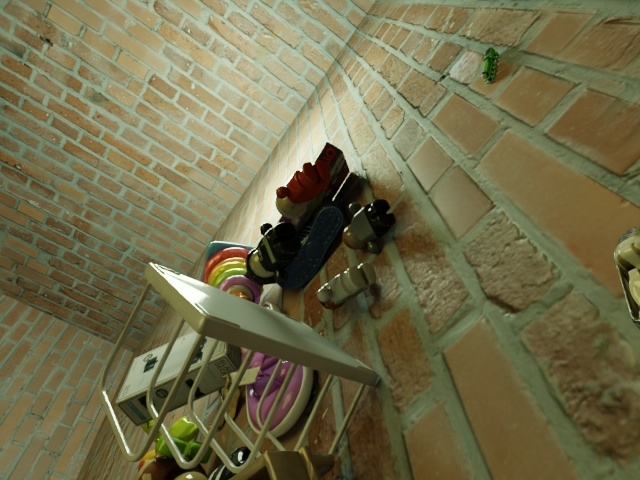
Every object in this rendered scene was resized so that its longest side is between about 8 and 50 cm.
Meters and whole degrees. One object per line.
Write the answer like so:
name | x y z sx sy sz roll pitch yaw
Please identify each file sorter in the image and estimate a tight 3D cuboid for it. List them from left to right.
file sorter | -0.107 0.177 0.577 0.192 0.277 0.173 21 83 51

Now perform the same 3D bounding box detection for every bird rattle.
bird rattle | -0.391 0.559 1.089 0.207 0.143 0.254 128 151 -55

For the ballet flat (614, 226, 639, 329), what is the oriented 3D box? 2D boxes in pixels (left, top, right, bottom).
ballet flat | 0.249 0.024 0.344 0.041 0.041 0.114 -40 25 43

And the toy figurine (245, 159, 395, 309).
toy figurine | 0.000 0.000 0.756 0.148 0.209 0.213 -43 24 56

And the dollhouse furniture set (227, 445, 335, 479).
dollhouse furniture set | -0.038 0.442 0.423 0.303 0.173 0.356 -42 51 13

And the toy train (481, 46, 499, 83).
toy train | 0.291 -0.302 0.774 0.017 0.023 0.083 -32 32 53

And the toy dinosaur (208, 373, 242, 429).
toy dinosaur | -0.191 0.342 0.975 0.183 0.053 0.093 -58 29 32

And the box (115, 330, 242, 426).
box | -0.327 0.310 1.093 0.289 0.087 0.169 -26 24 4

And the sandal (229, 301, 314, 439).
sandal | -0.123 0.230 0.872 0.169 0.102 0.416 -58 19 1

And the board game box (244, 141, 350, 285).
board game box | -0.045 -0.051 1.072 0.347 0.056 0.208 -58 -5 2

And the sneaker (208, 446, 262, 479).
sneaker | -0.130 0.399 0.660 0.121 0.079 0.217 -53 18 17

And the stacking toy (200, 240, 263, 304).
stacking toy | -0.205 0.123 1.093 0.302 0.165 0.175 -136 59 -71

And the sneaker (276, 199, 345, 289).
sneaker | -0.018 0.009 1.010 0.232 0.081 0.090 -52 5 20

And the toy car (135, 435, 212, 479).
toy car | -0.229 0.463 0.807 0.188 0.149 0.155 4 64 37
